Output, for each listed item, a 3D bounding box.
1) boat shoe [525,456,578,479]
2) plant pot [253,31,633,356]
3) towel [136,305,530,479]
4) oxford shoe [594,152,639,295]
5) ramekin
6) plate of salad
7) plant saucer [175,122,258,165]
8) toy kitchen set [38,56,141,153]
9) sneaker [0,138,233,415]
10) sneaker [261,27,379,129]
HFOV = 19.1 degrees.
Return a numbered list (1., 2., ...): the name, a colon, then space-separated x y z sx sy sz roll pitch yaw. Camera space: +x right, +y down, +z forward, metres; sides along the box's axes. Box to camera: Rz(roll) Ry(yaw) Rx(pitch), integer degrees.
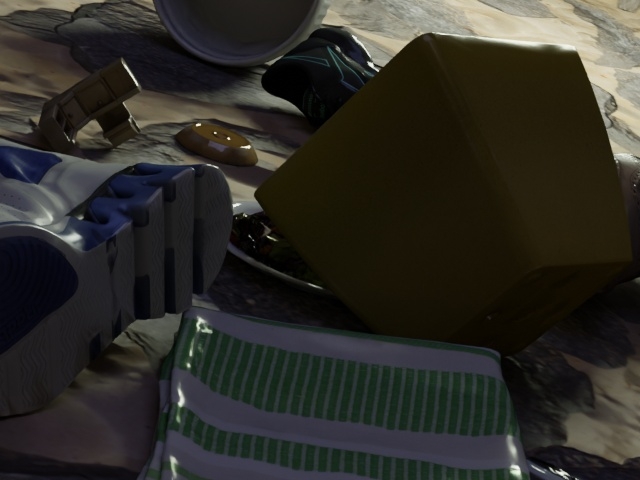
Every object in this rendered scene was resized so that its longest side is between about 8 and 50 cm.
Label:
1. boat shoe: 0.164 0.175 1.227 0.040 0.049 0.142 1 23 -46
2. plant pot: 0.116 -0.019 1.482 0.212 0.212 0.187 -1 57 -49
3. towel: 0.013 0.124 1.186 0.248 0.038 0.325 9 18 -3
4. oxford shoe: 0.288 -0.023 1.775 0.132 0.130 0.364 8 16 10
5. ramekin: -0.081 -0.299 2.164 0.207 0.207 0.109 23 9 14
6. plate of salad: 0.000 0.000 1.587 0.200 0.048 0.200 17 18 -6
7. plant saucer: -0.098 -0.095 1.827 0.083 0.015 0.083 17 17 -5
8. toy kitchen set: -0.195 -0.106 1.684 0.068 0.083 0.075 58 8 -18
9. sneaker: -0.215 0.013 1.243 0.182 0.127 0.315 12 19 28
10. sneaker: 0.048 -0.133 2.007 0.106 0.101 0.267 -24 42 -34
